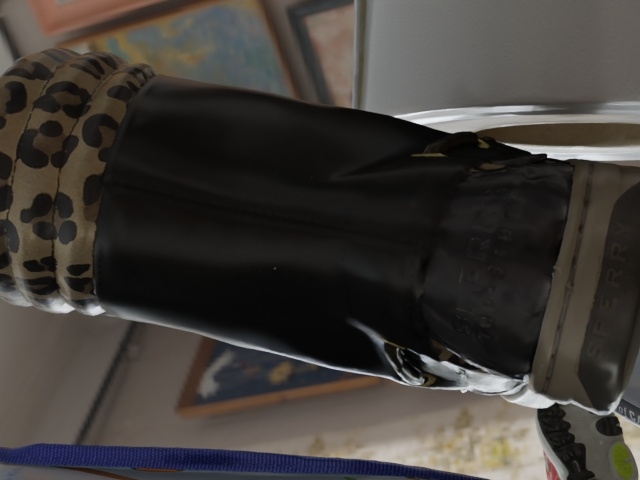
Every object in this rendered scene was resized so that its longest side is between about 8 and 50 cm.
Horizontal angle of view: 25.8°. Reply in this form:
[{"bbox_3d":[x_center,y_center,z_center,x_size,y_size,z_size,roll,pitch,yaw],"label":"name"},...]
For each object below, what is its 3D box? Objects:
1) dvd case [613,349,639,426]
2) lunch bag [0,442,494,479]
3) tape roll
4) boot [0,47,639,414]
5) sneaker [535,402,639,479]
[{"bbox_3d":[0.300,0.086,1.106,0.179,0.239,0.029,-31,-56,-23],"label":"dvd case"},{"bbox_3d":[-0.025,0.260,0.652,0.328,0.386,0.238,-67,-28,-66],"label":"lunch bag"},{"bbox_3d":[0.160,-0.110,0.840,0.286,0.286,0.100,6,-95,-70],"label":"tape roll"},{"bbox_3d":[0.000,0.000,0.701,0.377,0.284,0.138,-17,-62,-88],"label":"boot"},{"bbox_3d":[0.291,0.283,1.424,0.118,0.107,0.279,78,-177,-55],"label":"sneaker"}]
